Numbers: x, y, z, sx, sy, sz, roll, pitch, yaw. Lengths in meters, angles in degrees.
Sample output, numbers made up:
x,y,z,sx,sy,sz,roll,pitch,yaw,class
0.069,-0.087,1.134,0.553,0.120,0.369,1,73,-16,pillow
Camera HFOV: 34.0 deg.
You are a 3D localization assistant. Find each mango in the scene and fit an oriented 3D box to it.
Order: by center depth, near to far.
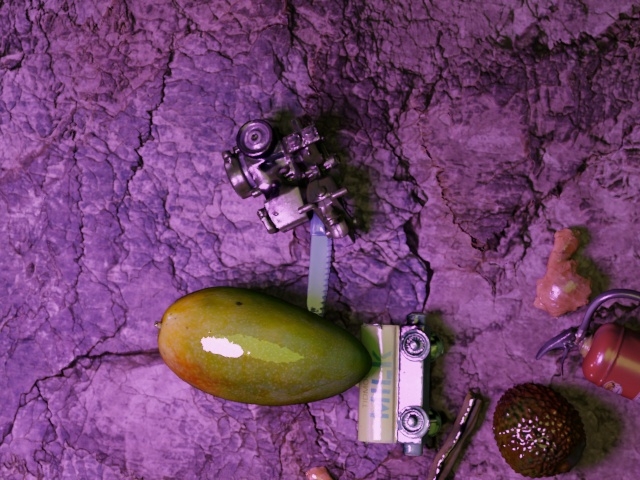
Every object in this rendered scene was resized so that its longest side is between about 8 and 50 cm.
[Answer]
x,y,z,sx,sy,sz,roll,pitch,yaw,class
-0.099,0.190,1.832,0.382,0.225,0.201,9,68,4,mango

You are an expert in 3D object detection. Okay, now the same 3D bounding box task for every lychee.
x,y,z,sx,sy,sz,roll,pitch,yaw,class
0.368,0.324,1.802,0.171,0.171,0.171,-1,84,7,lychee

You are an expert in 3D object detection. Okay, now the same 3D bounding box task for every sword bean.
x,y,z,sx,sy,sz,roll,pitch,yaw,class
0.218,0.393,1.866,0.043,0.038,0.269,29,89,3,sword bean

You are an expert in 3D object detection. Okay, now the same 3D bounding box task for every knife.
x,y,z,sx,sy,sz,roll,pitch,yaw,class
0.000,0.000,1.947,0.044,0.019,0.313,4,86,5,knife

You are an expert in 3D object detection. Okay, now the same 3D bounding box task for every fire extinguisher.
x,y,z,sx,sy,sz,roll,pitch,yaw,class
0.579,0.201,1.795,0.376,0.113,0.200,22,101,9,fire extinguisher

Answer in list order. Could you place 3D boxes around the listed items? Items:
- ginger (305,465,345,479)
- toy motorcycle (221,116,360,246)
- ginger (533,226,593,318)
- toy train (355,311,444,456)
x,y,z,sx,sy,sz,roll,pitch,yaw,class
-0.036,0.495,1.878,0.176,0.052,0.193,28,87,14,ginger
-0.054,-0.096,1.892,0.205,0.127,0.275,-24,77,10,toy motorcycle
0.441,0.059,1.858,0.096,0.067,0.165,14,86,30,ginger
0.132,0.253,1.868,0.157,0.105,0.253,0,84,21,toy train
